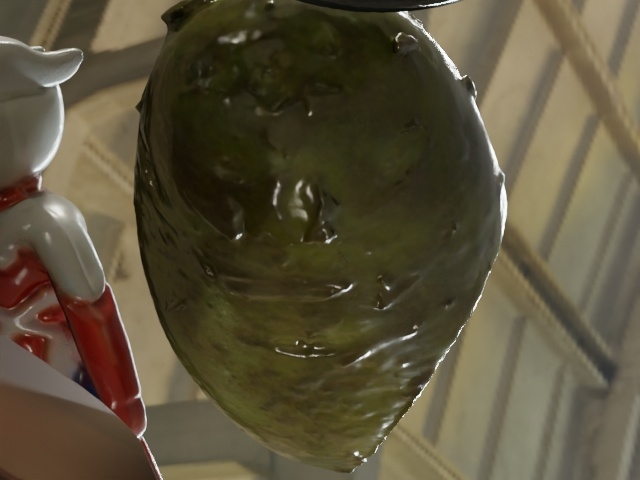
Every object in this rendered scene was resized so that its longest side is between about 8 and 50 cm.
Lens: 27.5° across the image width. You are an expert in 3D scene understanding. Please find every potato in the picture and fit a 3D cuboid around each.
[{"bbox_3d":[0.000,0.000,0.636,0.298,0.176,0.141,84,-159,-49],"label":"potato"}]

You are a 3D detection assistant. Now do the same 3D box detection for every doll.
[{"bbox_3d":[-0.168,0.044,0.796,0.099,0.188,0.383,-22,-70,-35],"label":"doll"}]

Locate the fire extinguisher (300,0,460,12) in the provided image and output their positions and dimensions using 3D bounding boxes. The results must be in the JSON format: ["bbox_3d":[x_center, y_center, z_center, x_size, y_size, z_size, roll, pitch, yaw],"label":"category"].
[{"bbox_3d":[-0.021,-0.167,0.409,0.376,0.200,0.113,5,-103,-24],"label":"fire extinguisher"}]

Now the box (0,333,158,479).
[{"bbox_3d":[-0.257,0.093,0.473,0.339,0.239,0.229,38,-93,-17],"label":"box"}]
